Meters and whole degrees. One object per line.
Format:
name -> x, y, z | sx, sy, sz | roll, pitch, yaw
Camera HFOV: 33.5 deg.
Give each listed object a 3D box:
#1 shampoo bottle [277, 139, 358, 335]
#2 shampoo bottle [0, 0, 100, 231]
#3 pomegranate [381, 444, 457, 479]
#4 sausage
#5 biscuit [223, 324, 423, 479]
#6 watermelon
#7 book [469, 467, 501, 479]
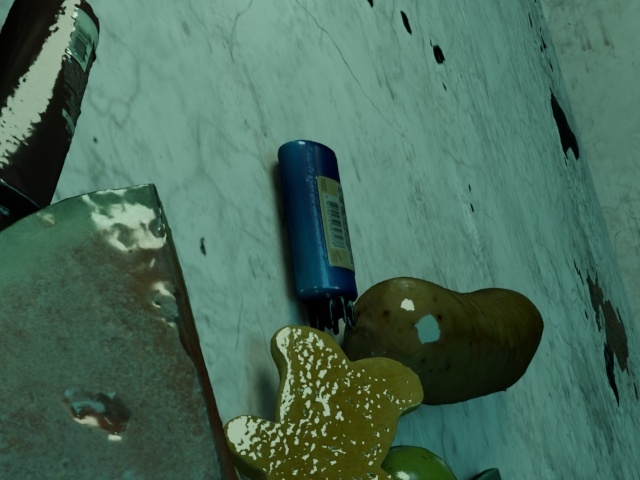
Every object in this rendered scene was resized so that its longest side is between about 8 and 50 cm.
shampoo bottle -> 0.000, 0.000, 1.015 | 0.087, 0.050, 0.183 | 22, 56, -63
shampoo bottle -> -0.186, -0.051, 0.639 | 0.068, 0.067, 0.236 | 38, 43, -34
pomegranate -> 0.046, 0.224, 0.923 | 0.159, 0.129, 0.129 | 36, 14, 22
sausage -> 0.167, 0.116, 1.222 | 0.136, 0.123, 0.501 | 51, 18, 20
biscuit -> -0.002, 0.173, 0.840 | 0.158, 0.035, 0.240 | 25, 45, -2
watermelon -> -0.120, 0.112, 0.558 | 0.256, 0.176, 0.260 | -57, 171, -22
book -> 0.158, 0.407, 1.143 | 0.379, 0.031, 0.264 | -2, 79, -65
